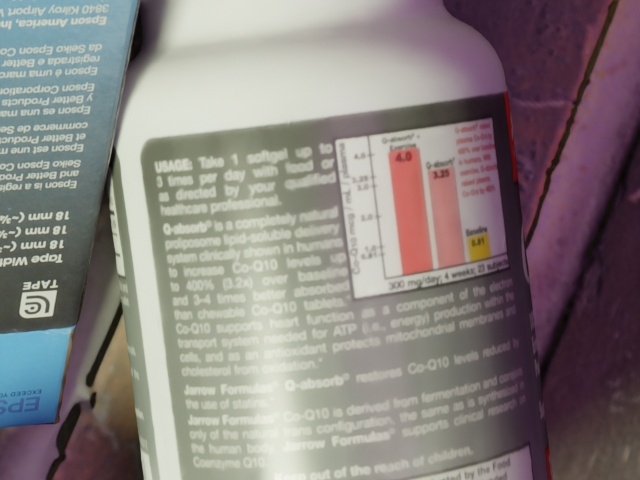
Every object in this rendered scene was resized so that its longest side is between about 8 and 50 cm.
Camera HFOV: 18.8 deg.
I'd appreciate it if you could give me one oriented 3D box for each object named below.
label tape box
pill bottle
[{"bbox_3d":[-0.227,-0.051,0.921,0.240,0.106,0.334,-3,133,-23],"label":"label tape box"},{"bbox_3d":[0.000,0.000,0.984,0.210,0.210,0.363,-9,95,-22],"label":"pill bottle"}]
